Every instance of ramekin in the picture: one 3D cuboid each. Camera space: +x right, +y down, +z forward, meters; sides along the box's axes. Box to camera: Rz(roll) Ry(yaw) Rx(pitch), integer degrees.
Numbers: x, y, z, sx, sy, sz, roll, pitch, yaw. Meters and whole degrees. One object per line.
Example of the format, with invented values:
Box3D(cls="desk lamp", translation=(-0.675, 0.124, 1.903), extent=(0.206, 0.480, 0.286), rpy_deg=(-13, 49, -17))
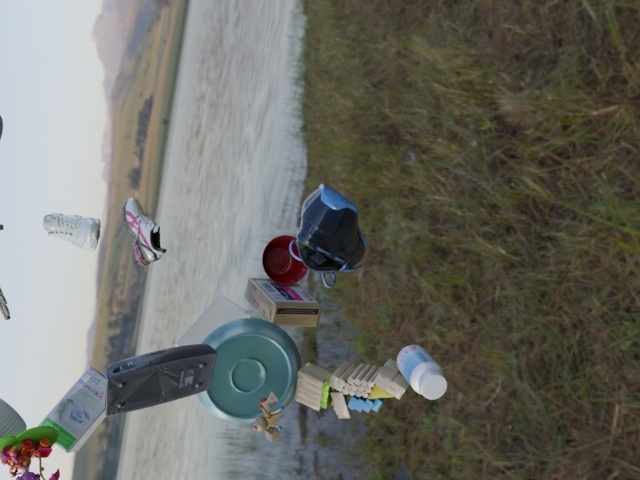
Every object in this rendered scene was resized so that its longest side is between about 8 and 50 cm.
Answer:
Box3D(cls="ramekin", translation=(-0.996, 0.558, 1.886), extent=(0.109, 0.207, 0.207), rpy_deg=(-52, -8, -42))

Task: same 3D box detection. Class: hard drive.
Box3D(cls="hard drive", translation=(-0.379, 0.323, 1.467), extent=(0.054, 0.255, 0.172), rpy_deg=(57, 144, 37))

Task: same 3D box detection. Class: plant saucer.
Box3D(cls="plant saucer", translation=(-0.207, 0.382, 1.774), extent=(0.044, 0.318, 0.317), rpy_deg=(-152, 71, -76))

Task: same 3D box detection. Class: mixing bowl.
Box3D(cls="mixing bowl", translation=(-0.141, 0.074, 2.292), extent=(0.098, 0.182, 0.181), rpy_deg=(169, 110, -68))

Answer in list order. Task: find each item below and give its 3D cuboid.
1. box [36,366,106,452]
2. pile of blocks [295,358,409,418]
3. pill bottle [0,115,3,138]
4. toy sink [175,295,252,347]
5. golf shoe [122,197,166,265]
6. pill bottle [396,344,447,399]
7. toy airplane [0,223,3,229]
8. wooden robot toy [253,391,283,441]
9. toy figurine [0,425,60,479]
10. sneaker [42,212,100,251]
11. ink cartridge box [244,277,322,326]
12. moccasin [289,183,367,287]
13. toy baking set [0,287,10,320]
Box3D(cls="box", translation=(-0.744, 0.529, 1.950), extent=(0.231, 0.127, 0.262), rpy_deg=(-52, 1, -23))
Box3D(cls="pile of blocks", translation=(0.100, 0.410, 1.755), extent=(0.113, 0.362, 0.148), rpy_deg=(-33, -68, -55))
Box3D(cls="pill bottle", translation=(-0.895, -0.281, 1.455), extent=(0.136, 0.246, 0.136), rpy_deg=(-159, 90, -82))
Box3D(cls="toy sink", translation=(-0.356, 0.335, 2.152), extent=(0.234, 0.153, 0.131), rpy_deg=(-51, -21, -26))
Box3D(cls="golf shoe", translation=(-0.450, -0.031, 1.607), extent=(0.186, 0.086, 0.067), rpy_deg=(68, -167, 13))
Box3D(cls="pill bottle", translation=(0.255, 0.331, 1.558), extent=(0.160, 0.087, 0.087), rpy_deg=(-129, 50, -72))
Box3D(cls="toy airplane", translation=(-1.204, -0.005, 1.982), extent=(0.386, 0.272, 0.384), rpy_deg=(43, 120, 28))
Box3D(cls="wooden robot toy", translation=(-0.152, 0.476, 1.648), extent=(0.076, 0.079, 0.173), rpy_deg=(35, 137, 30))
Box3D(cls="toy figurine", translation=(-0.746, 0.584, 1.605), extent=(0.130, 0.173, 0.159), rpy_deg=(-55, 51, 17))
Box3D(cls="sneaker", translation=(-0.648, -0.026, 1.599), extent=(0.232, 0.115, 0.090), rpy_deg=(7, 86, 47))
Box3D(cls="ink cartridge box", translation=(-0.136, 0.218, 2.214), extent=(0.235, 0.193, 0.088), rpy_deg=(36, 117, 52))
Box3D(cls="moccasin", translation=(0.000, 0.000, 1.133), extent=(0.116, 0.138, 0.342), rpy_deg=(-54, -19, -9))
Box3D(cls="toy baking set", translation=(-0.970, 0.119, 1.856), extent=(0.197, 0.030, 0.256), rpy_deg=(-7, 105, 55))
